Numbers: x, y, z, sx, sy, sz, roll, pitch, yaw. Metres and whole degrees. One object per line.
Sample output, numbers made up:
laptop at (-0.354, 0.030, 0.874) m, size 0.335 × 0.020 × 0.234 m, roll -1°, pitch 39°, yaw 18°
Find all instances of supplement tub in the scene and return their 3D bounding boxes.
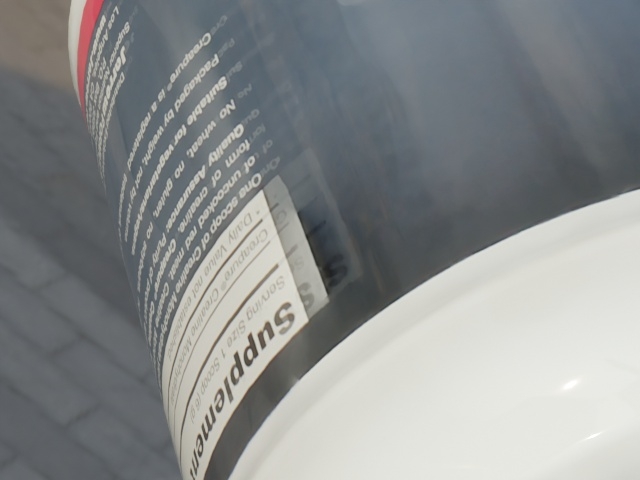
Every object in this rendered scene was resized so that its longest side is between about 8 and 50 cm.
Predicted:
supplement tub at (0.051, 0.013, 0.432) m, size 0.191 × 0.191 × 0.272 m, roll 17°, pitch 37°, yaw -36°
